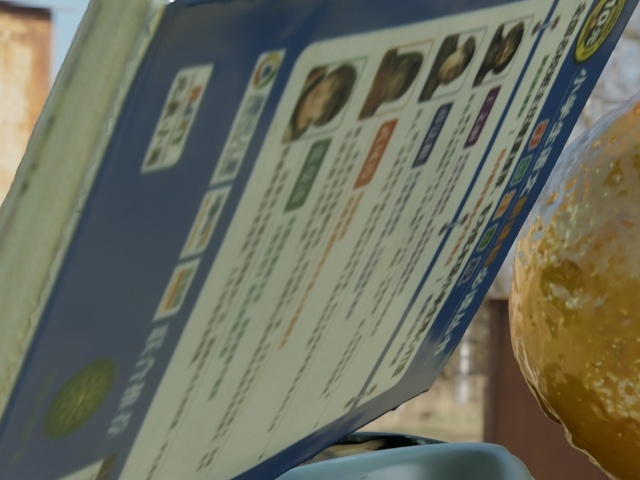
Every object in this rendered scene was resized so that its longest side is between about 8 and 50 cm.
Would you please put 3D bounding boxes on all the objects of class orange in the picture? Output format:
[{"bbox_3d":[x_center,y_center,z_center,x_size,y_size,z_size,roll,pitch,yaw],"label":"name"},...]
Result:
[{"bbox_3d":[0.298,0.051,1.250,0.293,0.341,0.340,-47,-26,22],"label":"orange"}]

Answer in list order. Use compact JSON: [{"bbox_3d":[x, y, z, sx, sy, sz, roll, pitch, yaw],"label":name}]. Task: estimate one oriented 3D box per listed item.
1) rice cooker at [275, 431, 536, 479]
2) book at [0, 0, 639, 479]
[{"bbox_3d":[0.045,0.312,1.340,0.335,0.325,0.335,-10,-18,-3],"label":"rice cooker"},{"bbox_3d":[0.000,0.000,0.711,0.039,0.300,0.428,35,27,20],"label":"book"}]
